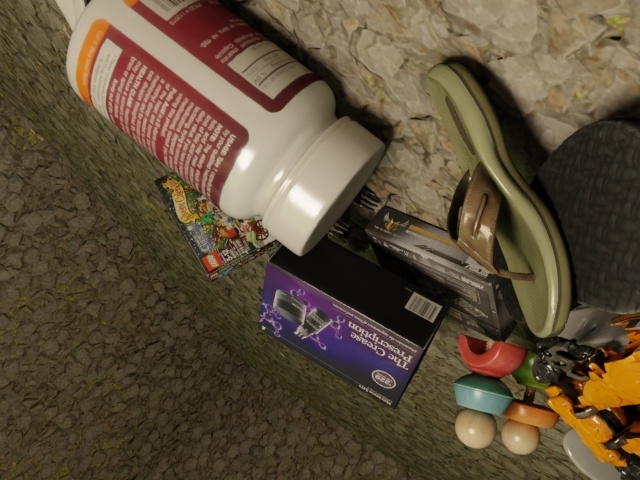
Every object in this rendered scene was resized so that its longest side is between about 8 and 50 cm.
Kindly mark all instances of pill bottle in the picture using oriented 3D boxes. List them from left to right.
[{"bbox_3d":[-0.121,-0.171,0.871,0.392,0.224,0.224,39,160,6],"label":"pill bottle"}]

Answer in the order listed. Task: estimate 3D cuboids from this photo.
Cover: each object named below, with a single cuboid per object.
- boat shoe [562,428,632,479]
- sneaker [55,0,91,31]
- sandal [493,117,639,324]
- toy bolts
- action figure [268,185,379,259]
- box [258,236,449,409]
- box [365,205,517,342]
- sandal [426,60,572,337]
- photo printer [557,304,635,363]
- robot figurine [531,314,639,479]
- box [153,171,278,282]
[{"bbox_3d":[0.532,0.428,1.185,0.219,0.078,0.070,37,159,3],"label":"boat shoe"},{"bbox_3d":[-0.383,-0.406,1.039,0.123,0.106,0.290,34,149,28],"label":"sneaker"},{"bbox_3d":[0.282,-0.008,0.651,0.446,0.107,0.167,90,168,-80],"label":"sandal"},{"bbox_3d":[0.307,0.245,0.951,0.228,0.158,0.218,19,171,-27],"label":"toy bolts"},{"bbox_3d":[0.000,0.000,1.121,0.141,0.164,0.276,45,155,2],"label":"action figure"},{"bbox_3d":[0.042,0.120,0.998,0.261,0.103,0.184,28,142,14],"label":"box"},{"bbox_3d":[0.196,0.055,1.026,0.231,0.056,0.183,26,157,35],"label":"box"},{"bbox_3d":[0.165,-0.038,0.667,0.120,0.086,0.303,88,158,-79],"label":"sandal"},{"bbox_3d":[0.460,0.192,0.762,0.307,0.107,0.256,41,160,-2],"label":"photo printer"},{"bbox_3d":[0.330,0.156,0.623,0.211,0.085,0.291,49,162,9],"label":"robot figurine"},{"bbox_3d":[-0.200,-0.054,1.251,0.233,0.159,0.044,56,165,19],"label":"box"}]
